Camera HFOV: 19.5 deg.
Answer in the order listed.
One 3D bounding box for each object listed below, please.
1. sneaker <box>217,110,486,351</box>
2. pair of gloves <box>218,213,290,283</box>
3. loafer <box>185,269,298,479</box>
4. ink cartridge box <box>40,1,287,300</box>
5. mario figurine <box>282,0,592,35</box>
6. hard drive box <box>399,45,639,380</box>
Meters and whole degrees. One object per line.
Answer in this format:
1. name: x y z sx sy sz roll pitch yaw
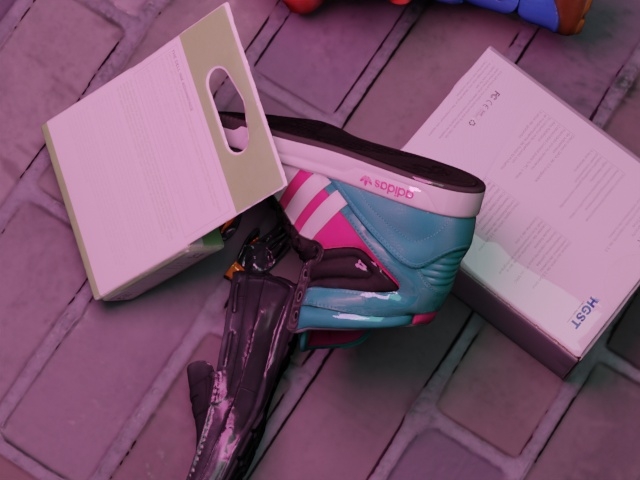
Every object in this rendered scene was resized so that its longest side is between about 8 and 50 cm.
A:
1. sneaker: 0.000 0.000 1.545 0.295 0.123 0.178 22 106 42
2. pair of gloves: -0.071 -0.005 1.645 0.083 0.010 0.074 44 76 8
3. loafer: -0.078 0.129 1.575 0.078 0.076 0.223 18 69 7
4. ink cartridge box: -0.121 -0.070 1.565 0.235 0.056 0.171 -28 72 32
5. mario figurine: 0.086 -0.277 1.644 0.320 0.198 0.170 7 86 -5
6. hard drive box: 0.179 -0.024 1.623 0.232 0.089 0.181 39 76 8
